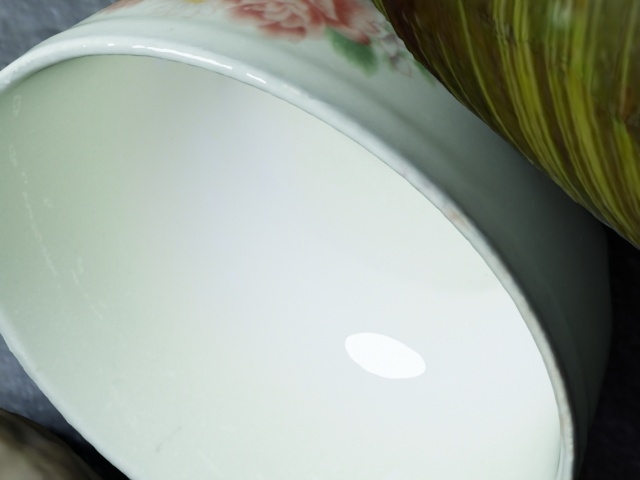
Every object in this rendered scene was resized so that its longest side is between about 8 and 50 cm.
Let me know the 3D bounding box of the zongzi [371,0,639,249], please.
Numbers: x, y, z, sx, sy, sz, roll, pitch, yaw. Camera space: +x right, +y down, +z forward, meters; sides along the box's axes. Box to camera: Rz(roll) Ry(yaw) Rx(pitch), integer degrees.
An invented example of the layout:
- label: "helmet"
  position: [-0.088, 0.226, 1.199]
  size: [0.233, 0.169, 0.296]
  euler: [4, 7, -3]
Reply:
- label: "zongzi"
  position: [0.181, -0.094, 0.572]
  size: [0.403, 0.432, 0.208]
  euler: [44, 108, 41]

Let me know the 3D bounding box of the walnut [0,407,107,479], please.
- label: "walnut"
  position: [-0.199, 0.213, 0.813]
  size: [0.273, 0.273, 0.227]
  euler: [32, 154, 5]

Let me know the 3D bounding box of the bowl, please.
- label: "bowl"
  position: [0.000, 0.000, 0.661]
  size: [0.277, 0.145, 0.277]
  euler: [21, 140, 19]
